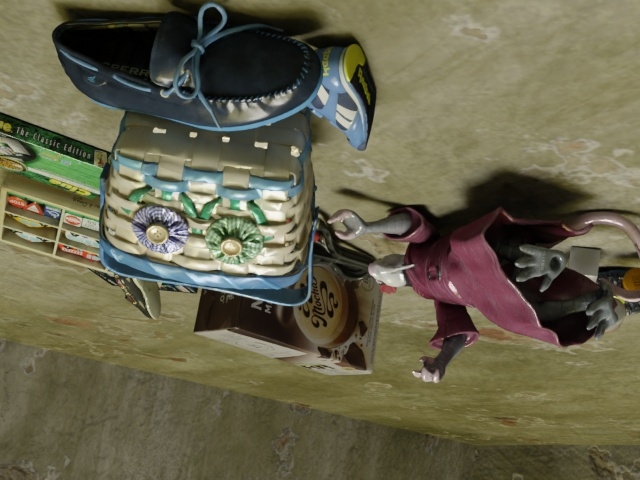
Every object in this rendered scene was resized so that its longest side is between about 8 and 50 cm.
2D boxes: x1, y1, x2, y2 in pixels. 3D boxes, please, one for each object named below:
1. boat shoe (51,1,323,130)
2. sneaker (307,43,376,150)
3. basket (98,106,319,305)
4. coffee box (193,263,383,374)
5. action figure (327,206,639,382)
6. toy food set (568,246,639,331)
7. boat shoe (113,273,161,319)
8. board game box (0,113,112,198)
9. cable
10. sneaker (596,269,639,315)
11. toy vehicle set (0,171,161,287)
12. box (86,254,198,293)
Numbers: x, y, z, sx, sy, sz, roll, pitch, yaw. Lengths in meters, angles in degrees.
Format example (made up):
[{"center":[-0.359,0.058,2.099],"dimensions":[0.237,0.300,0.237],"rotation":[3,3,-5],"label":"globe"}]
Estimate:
[{"center":[-0.129,-0.153,0.777],"dimensions":[0.258,0.109,0.089],"rotation":[0,157,19],"label":"boat shoe"},{"center":[0.019,-0.138,0.836],"dimensions":[0.059,0.053,0.144],"rotation":[3,153,16],"label":"sneaker"},{"center":[-0.125,-0.033,0.949],"dimensions":[0.254,0.201,0.289],"rotation":[8,146,-1],"label":"basket"},{"center":[-0.044,0.107,1.423],"dimensions":[0.297,0.168,0.119],"rotation":[23,158,-38],"label":"coffee box"},{"center":[0.194,0.023,1.139],"dimensions":[0.275,0.248,0.370],"rotation":[-29,-165,-26],"label":"action figure"},{"center":[0.343,0.076,1.234],"dimensions":[0.232,0.111,0.104],"rotation":[6,163,15],"label":"toy food set"},{"center":[-0.287,0.078,1.373],"dimensions":[0.042,0.049,0.133],"rotation":[-3,139,13],"label":"boat shoe"},{"center":[-0.393,-0.119,1.129],"dimensions":[0.259,0.030,0.136],"rotation":[20,157,-30],"label":"board game box"},{"center":[0.000,0.000,1.306],"dimensions":[0.139,0.072,0.287],"rotation":[-30,154,37],"label":"cable"},{"center":[0.406,0.077,1.308],"dimensions":[0.209,0.069,0.082],"rotation":[-11,-172,28],"label":"sneaker"},{"center":[-0.354,-0.013,1.329],"dimensions":[0.266,0.035,0.166],"rotation":[18,147,-12],"label":"toy vehicle set"},{"center":[-0.327,0.035,1.529],"dimensions":[0.175,0.051,0.220],"rotation":[4,162,13],"label":"box"}]
